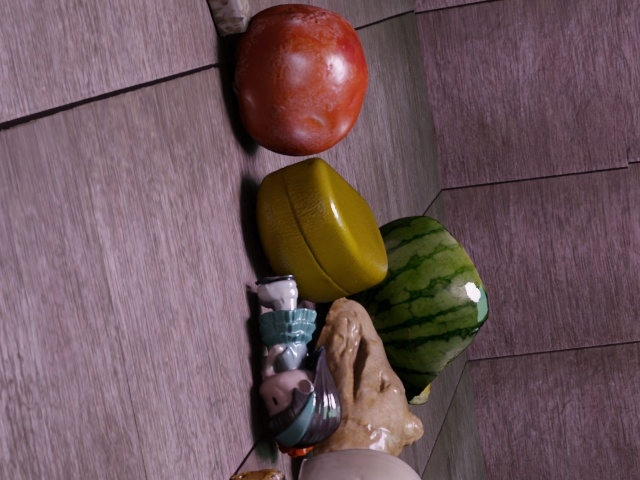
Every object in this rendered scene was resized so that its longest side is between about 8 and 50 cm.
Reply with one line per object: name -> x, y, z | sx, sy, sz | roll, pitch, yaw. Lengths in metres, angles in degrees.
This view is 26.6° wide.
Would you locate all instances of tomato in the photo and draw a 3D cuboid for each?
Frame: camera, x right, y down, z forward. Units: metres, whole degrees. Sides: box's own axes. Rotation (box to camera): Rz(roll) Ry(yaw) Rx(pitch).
tomato -> -0.025, -0.234, 1.976 | 0.232, 0.188, 0.232 | -4, 90, -75

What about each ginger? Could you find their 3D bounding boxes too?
ginger -> 0.052, 0.237, 2.098 | 0.126, 0.189, 0.354 | 92, -11, -53

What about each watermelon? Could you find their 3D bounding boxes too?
watermelon -> 0.115, 0.118, 2.289 | 0.189, 0.330, 0.331 | -6, 89, -39

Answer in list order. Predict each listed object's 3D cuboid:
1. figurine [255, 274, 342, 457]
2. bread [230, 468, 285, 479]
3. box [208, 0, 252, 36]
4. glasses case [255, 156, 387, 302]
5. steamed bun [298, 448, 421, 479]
figurine -> -0.038, 0.176, 1.903 | 0.138, 0.110, 0.246 | 101, -21, -75
bread -> -0.079, 0.337, 1.708 | 0.083, 0.070, 0.077 | -55, 135, -67
box -> -0.130, -0.342, 1.902 | 0.062, 0.045, 0.098 | -78, 156, -54
glasses case -> 0.000, 0.000, 2.063 | 0.371, 0.141, 0.173 | 35, 35, -72
steamed bun -> 0.050, 0.431, 1.741 | 0.324, 0.206, 0.324 | 12, 90, -87
